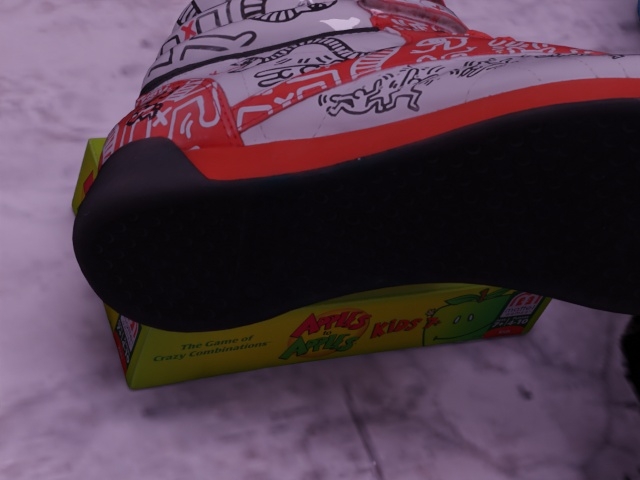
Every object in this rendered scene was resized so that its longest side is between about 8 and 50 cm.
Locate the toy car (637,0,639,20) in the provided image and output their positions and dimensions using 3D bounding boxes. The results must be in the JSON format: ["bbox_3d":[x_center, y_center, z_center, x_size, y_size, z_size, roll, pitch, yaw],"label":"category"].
[{"bbox_3d":[0.251,-0.105,0.631,0.210,0.219,0.238,30,48,4],"label":"toy car"}]

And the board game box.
[{"bbox_3d":[0.000,0.000,0.560,0.181,0.043,0.092,-6,55,-26],"label":"board game box"}]

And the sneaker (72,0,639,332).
[{"bbox_3d":[0.055,-0.049,0.470,0.270,0.090,0.145,-6,41,17],"label":"sneaker"}]
